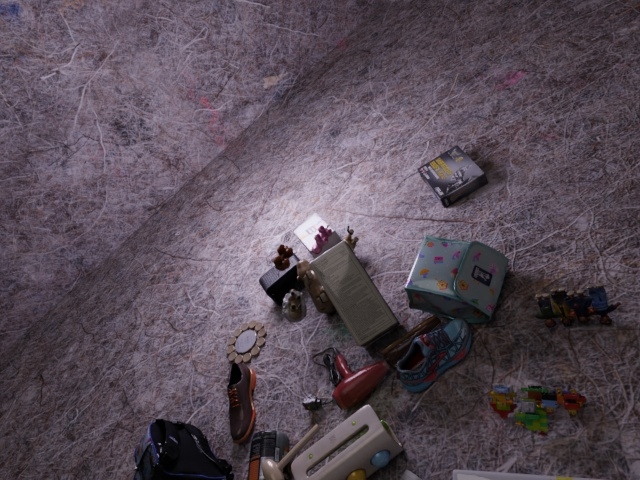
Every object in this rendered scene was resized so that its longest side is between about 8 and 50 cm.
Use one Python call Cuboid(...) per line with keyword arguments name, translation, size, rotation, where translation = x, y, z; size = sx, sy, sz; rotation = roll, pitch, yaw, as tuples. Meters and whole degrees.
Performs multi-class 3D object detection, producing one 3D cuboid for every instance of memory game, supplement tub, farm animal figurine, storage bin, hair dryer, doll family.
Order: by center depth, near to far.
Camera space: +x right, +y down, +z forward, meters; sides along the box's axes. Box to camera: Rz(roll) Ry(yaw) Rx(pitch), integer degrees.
Cuboid(name="supplement tub", translation=(0.209, 0.623, 1.148), size=(0.071, 0.071, 0.107), rotation=(18, 64, 47))
Cuboid(name="doll family", translation=(0.657, 0.176, 1.220), size=(0.192, 0.112, 0.076), rotation=(-13, 9, 45))
Cuboid(name="supplement tub", translation=(-0.149, 0.657, 1.359), size=(0.116, 0.117, 0.191), rotation=(-21, 42, 20))
Cuboid(name="hair dryer", translation=(0.075, 0.409, 1.461), size=(0.293, 0.080, 0.224), rotation=(-11, 45, 30))
Cuboid(name="farm animal figurine", translation=(-0.004, 0.121, 1.717), size=(0.330, 0.172, 0.327), rotation=(-8, 67, -15))
Cuboid(name="memory game", translation=(-0.284, 0.390, 1.816), size=(0.186, 0.012, 0.186), rotation=(-21, 42, 20))
Cuboid(name="storage bin", translation=(-0.133, 0.152, 1.846), size=(0.180, 0.122, 0.084), rotation=(-40, 39, -2))

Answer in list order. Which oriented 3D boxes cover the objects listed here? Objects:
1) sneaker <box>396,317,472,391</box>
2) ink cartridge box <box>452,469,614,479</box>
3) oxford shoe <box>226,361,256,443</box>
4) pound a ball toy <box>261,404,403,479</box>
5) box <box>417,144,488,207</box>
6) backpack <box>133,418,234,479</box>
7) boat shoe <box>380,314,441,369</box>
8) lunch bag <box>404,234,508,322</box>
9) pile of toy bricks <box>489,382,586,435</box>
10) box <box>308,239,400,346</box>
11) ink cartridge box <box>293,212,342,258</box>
Cuboid(name="sneaker", translation=(0.320, 0.309, 1.330), size=(0.262, 0.125, 0.104), rotation=(-44, 39, -7))
Cuboid(name="ink cartridge box", translation=(0.452, 0.604, 0.875), size=(0.384, 0.160, 0.279), rotation=(-7, 47, 25))
Cuboid(name="oxford shoe", translation=(-0.282, 0.540, 1.593), size=(0.096, 0.098, 0.271), rotation=(-26, 40, 15))
Cuboid(name="pound a ball toy", translation=(0.037, 0.572, 1.223), size=(0.319, 0.208, 0.136), rotation=(-37, 38, 0))
Cuboid(name="box", translation=(0.497, -0.247, 1.804), size=(0.183, 0.056, 0.231), rotation=(-31, 39, 10))
Cuboid(name="backpack", translation=(-0.451, 0.690, 1.474), size=(0.213, 0.276, 0.263), rotation=(-53, 35, 3))
Cuboid(name="boat shoe", translation=(0.281, 0.304, 1.421), size=(0.207, 0.073, 0.073), rotation=(-38, 76, 6))
Cuboid(name="lunch bag", translation=(0.413, 0.116, 1.429), size=(0.262, 0.160, 0.223), rotation=(10, 54, 30))
Cuboid(name="pile of toy bricks", translation=(0.510, 0.405, 1.120), size=(0.212, 0.118, 0.105), rotation=(-3, 81, 24))
Cuboid(name="box", translation=(0.108, 0.170, 1.520), size=(0.148, 0.121, 0.311), rotation=(-33, 72, 6))
Cuboid(name="ink cartridge box", translation=(0.000, 0.000, 1.889), size=(0.127, 0.128, 0.176), rotation=(-40, 37, -2))
